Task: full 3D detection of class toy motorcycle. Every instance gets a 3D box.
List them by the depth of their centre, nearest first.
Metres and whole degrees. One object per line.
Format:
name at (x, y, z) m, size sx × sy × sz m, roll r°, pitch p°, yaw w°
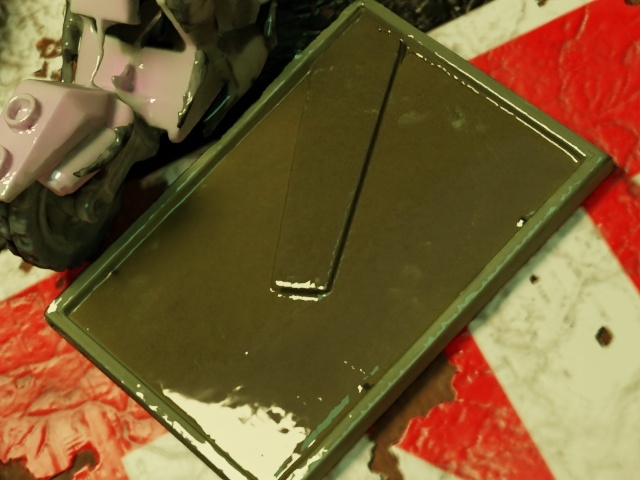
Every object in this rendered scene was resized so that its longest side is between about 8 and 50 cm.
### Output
toy motorcycle at (-0.135, -0.146, 1.257) m, size 0.143 × 0.188 × 0.327 m, roll 17°, pitch 68°, yaw 33°

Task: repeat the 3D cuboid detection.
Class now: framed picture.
framed picture at (0.000, 0.000, 1.231) m, size 0.315 × 0.024 × 0.232 m, roll -46°, pitch 59°, yaw -9°
